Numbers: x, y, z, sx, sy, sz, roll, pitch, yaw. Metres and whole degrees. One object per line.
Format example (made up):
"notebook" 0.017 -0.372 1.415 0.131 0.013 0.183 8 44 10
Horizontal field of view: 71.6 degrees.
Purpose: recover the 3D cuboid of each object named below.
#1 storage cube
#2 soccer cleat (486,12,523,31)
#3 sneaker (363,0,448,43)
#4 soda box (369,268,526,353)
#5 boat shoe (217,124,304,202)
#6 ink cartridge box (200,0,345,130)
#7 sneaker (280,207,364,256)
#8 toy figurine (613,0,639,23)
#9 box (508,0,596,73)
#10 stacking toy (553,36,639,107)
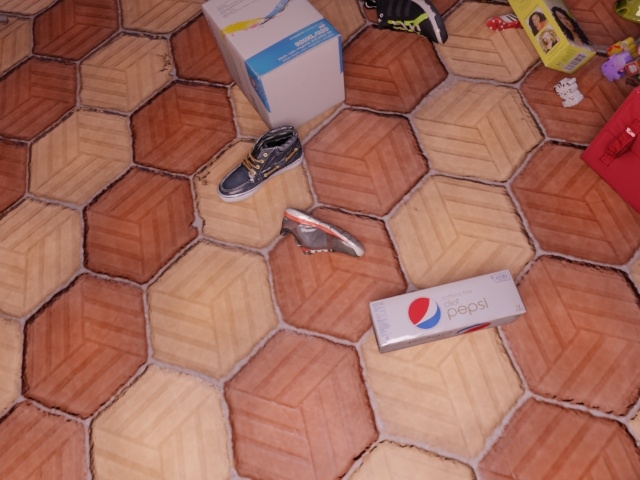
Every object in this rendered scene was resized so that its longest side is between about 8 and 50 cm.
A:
"storage cube" 0.575 -0.152 0.682 0.214 0.184 0.193 -31 68 -8
"soccer cleat" 0.385 -0.456 0.924 0.083 0.029 0.036 -2 57 2
"sneaker" 0.172 -0.472 0.942 0.097 0.084 0.235 -42 65 14
"soda box" 0.185 0.109 0.672 0.215 0.074 0.069 -13 66 1
"boat shoe" -0.117 -0.144 0.814 0.183 0.083 0.065 -33 67 -8
"ink cartridge box" -0.086 -0.361 0.858 0.168 0.171 0.233 -32 67 -8
"sneaker" 0.000 0.000 0.763 0.157 0.061 0.065 27 99 18
"toy figurine" 0.769 -0.483 0.785 0.362 0.217 0.191 25 72 16
"box" 0.444 -0.438 0.875 0.087 0.058 0.233 0 62 -28
"stacking toy" 0.536 -0.311 0.752 0.167 0.221 0.052 -35 101 -9
